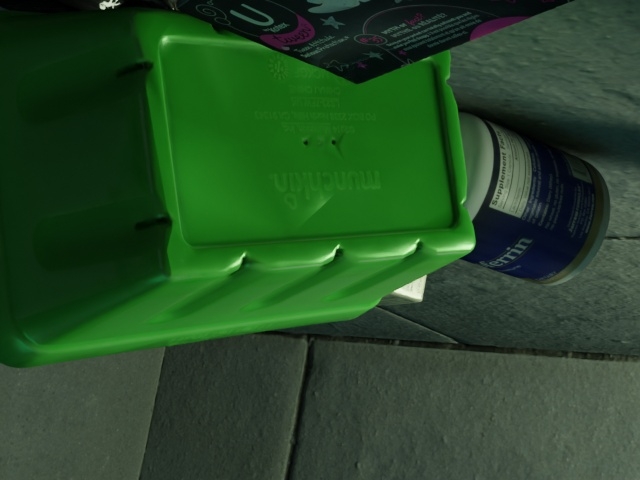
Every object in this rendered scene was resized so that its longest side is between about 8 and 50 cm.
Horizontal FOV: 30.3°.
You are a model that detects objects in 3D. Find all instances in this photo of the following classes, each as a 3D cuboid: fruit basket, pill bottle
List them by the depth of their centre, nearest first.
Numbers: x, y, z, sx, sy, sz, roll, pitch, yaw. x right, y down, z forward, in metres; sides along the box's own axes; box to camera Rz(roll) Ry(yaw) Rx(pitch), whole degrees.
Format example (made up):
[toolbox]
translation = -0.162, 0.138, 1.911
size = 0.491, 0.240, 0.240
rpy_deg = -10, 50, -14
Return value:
[fruit basket]
translation = -0.119, -0.060, 0.914
size = 0.392, 0.282, 0.392
rpy_deg = -7, 177, 0
[pill bottle]
translation = 0.173, -0.052, 1.286
size = 0.265, 0.153, 0.153
rpy_deg = 18, 166, -30

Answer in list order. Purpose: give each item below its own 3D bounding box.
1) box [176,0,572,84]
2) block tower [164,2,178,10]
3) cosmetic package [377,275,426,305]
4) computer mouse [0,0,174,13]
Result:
[box]
translation = 0.042, -0.207, 0.653
size = 0.142, 0.163, 0.247
rpy_deg = 19, 166, -28
[block tower]
translation = -0.220, -0.097, 1.167
size = 0.335, 0.091, 0.097
rpy_deg = -32, 150, 17
[cosmetic package]
translation = 0.000, 0.000, 1.717
size = 0.296, 0.129, 0.153
rpy_deg = 16, 167, -31
[computer mouse]
translation = -0.249, -0.234, 0.999
size = 0.189, 0.072, 0.272
rpy_deg = 9, 178, 29
